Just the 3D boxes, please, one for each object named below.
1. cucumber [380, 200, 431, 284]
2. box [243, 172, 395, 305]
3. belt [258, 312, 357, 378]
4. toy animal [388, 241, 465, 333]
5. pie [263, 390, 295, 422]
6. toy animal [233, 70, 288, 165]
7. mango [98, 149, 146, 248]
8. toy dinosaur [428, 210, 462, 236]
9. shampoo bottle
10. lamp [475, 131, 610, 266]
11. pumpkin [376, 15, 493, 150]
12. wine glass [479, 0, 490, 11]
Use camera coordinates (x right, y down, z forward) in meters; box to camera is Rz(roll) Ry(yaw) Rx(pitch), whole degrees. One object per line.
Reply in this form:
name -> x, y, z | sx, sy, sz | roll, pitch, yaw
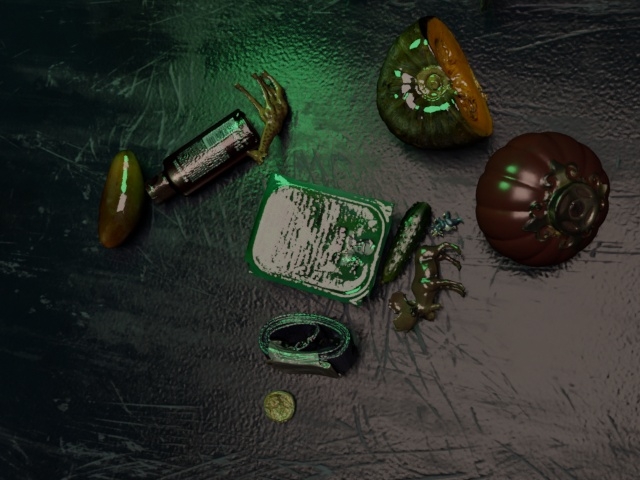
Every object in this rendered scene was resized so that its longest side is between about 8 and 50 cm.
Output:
cucumber -> 0.204, 0.008, 1.811 | 0.069, 0.069, 0.227 | 27, 91, 16
box -> 0.000, 0.000, 1.842 | 0.337, 0.106, 0.264 | 16, 87, 15
belt -> -0.029, 0.262, 1.804 | 0.231, 0.126, 0.139 | 2, 59, 15
toy animal -> 0.250, 0.114, 1.779 | 0.186, 0.094, 0.214 | -4, 74, 9
pie -> -0.103, 0.414, 1.852 | 0.084, 0.021, 0.084 | -1, 84, 10
toy animal -> -0.142, -0.317, 1.913 | 0.054, 0.149, 0.275 | -28, 66, 48
mango -> -0.525, -0.108, 1.981 | 0.133, 0.111, 0.267 | 8, 87, 57
toy dinosaur -> 0.304, -0.038, 1.809 | 0.083, 0.030, 0.047 | -32, 77, 9
shampoo bottle -> -0.313, -0.210, 1.964 | 0.323, 0.084, 0.129 | -34, 86, 9
lamp -> 0.489, -0.091, 1.648 | 0.303, 0.257, 0.303 | -4, 103, -17
pumpkin -> 0.259, -0.353, 1.797 | 0.232, 0.242, 0.324 | -26, 80, 39
wine glass -> 0.243, -0.715, 1.814 | 0.406, 0.267, 0.267 | 18, 87, 12
